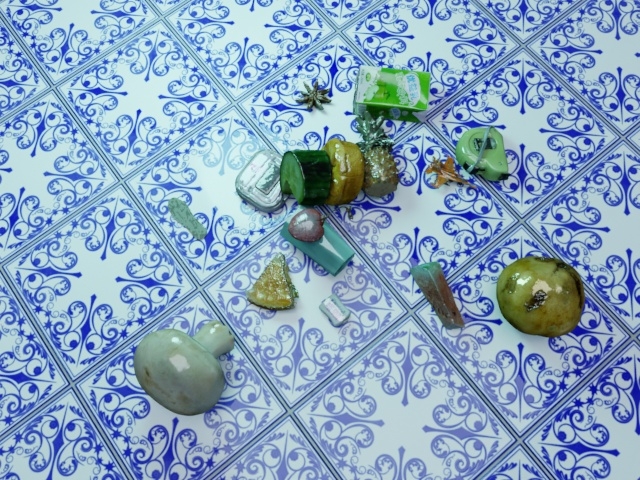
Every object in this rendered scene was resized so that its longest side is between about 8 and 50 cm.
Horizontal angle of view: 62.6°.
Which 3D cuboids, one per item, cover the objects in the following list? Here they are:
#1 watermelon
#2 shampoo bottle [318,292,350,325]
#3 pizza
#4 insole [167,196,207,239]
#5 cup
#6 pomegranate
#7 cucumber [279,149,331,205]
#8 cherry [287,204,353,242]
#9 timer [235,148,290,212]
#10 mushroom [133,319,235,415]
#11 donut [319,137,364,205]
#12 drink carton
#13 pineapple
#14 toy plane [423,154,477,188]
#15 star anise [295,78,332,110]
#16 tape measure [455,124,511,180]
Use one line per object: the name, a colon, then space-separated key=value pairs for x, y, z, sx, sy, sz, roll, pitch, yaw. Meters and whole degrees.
watermelon: x=0.388 y=0.178 z=1.678 sx=0.094 sy=0.154 sz=0.241 roll=-24 pitch=87 yaw=-5
shampoo bottle: x=0.051 y=0.230 z=1.708 sx=0.072 sy=0.043 sz=0.099 roll=-40 pitch=77 yaw=-9
pizza: x=-0.149 y=0.134 z=1.739 sx=0.185 sy=0.052 sz=0.195 roll=10 pitch=78 yaw=12
insole: x=-0.466 y=-0.078 z=1.837 sx=0.065 sy=0.006 sz=0.193 roll=-43 pitch=77 yaw=-11
cup: x=0.000 y=0.000 z=1.735 sx=0.235 sy=0.148 sz=0.134 roll=40 pitch=52 yaw=11
pomegranate: x=0.670 y=0.166 z=1.612 sx=0.260 sy=0.260 sz=0.261 roll=-1 pitch=73 yaw=2
cucumber: x=-0.042 y=-0.210 z=1.722 sx=0.130 sy=0.191 sz=0.191 roll=-8 pitch=72 yaw=-24
cherry: x=0.004 y=-0.052 z=1.647 sx=0.225 sy=0.090 sz=0.107 roll=-10 pitch=65 yaw=-13
timer: x=-0.185 y=-0.212 z=1.838 sx=0.190 sy=0.069 sz=0.209 roll=32 pitch=76 yaw=8
mushroom: x=-0.394 y=0.355 z=1.573 sx=0.297 sy=0.298 sz=0.290 roll=31 pitch=55 yaw=10
donut: x=0.061 y=-0.227 z=1.763 sx=0.113 sy=0.226 sz=0.227 roll=1 pitch=72 yaw=-21
drink carton: x=0.255 y=-0.530 z=1.899 sx=0.270 sy=0.108 sz=0.161 roll=8 pitch=76 yaw=3
pineapple: x=0.179 y=-0.305 z=1.826 sx=0.170 sy=0.141 sz=0.310 roll=-17 pitch=64 yaw=22
toy plane: x=0.455 y=-0.222 z=1.830 sx=0.188 sy=0.062 sz=0.135 roll=30 pitch=76 yaw=-4
star anise: x=-0.022 y=-0.527 z=1.940 sx=0.140 sy=0.042 sz=0.141 roll=-1 pitch=70 yaw=2
tape measure: x=0.559 y=-0.310 z=1.821 sx=0.175 sy=0.106 sz=0.200 roll=2 pitch=71 yaw=-2
